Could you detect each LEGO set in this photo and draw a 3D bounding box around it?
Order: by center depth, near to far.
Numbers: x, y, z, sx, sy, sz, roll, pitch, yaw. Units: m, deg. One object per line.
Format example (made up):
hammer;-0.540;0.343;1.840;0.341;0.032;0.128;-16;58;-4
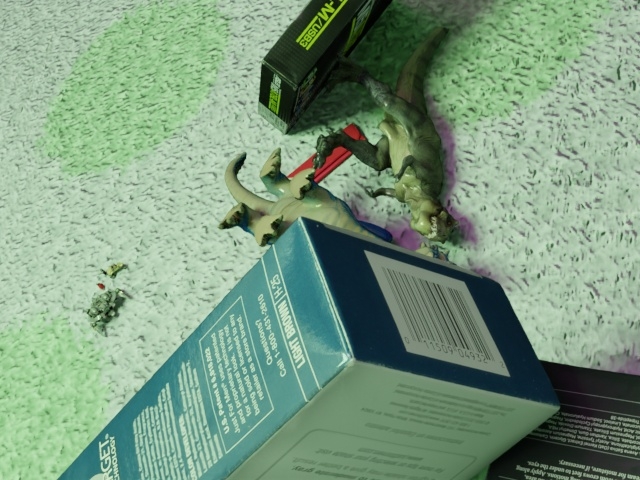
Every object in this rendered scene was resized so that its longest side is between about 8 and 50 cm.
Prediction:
LEGO set;-0.216;0.055;1.042;0.054;0.023;0.083;-32;46;13

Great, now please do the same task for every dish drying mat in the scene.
dish drying mat;0.004;-0.077;0.990;0.083;0.008;0.032;-40;44;5

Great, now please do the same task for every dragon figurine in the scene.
dragon figurine;0.000;0.000;0.883;0.085;0.144;0.289;-55;26;-7

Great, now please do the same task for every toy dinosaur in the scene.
toy dinosaur;0.058;-0.101;0.912;0.064;0.118;0.268;119;159;-50

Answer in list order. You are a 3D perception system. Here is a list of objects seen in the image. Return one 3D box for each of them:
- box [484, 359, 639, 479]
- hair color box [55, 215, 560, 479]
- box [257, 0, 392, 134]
box;0.220;0.184;0.585;0.261;0.103;0.184;5;59;37
hair color box;-0.040;0.149;0.663;0.347;0.173;0.105;-46;45;28
box;0.013;-0.196;0.963;0.045;0.191;0.184;40;82;1
